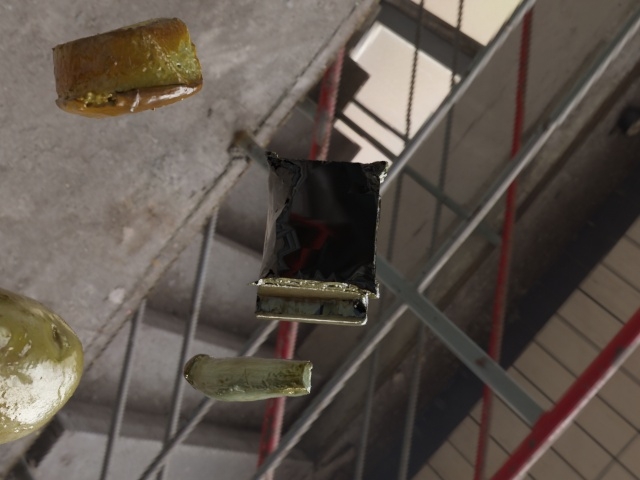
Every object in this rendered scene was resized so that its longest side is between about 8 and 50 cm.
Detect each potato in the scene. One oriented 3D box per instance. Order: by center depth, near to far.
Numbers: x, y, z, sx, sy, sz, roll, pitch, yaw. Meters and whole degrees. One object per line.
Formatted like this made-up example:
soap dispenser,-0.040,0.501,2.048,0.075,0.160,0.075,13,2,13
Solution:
potato,-0.431,0.165,1.081,0.285,0.242,0.242,-42,149,26

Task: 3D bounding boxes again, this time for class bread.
bread,-0.320,-0.280,1.391,0.268,0.268,0.146,-21,107,-31

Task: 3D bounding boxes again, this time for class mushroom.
mushroom,-0.126,0.258,1.579,0.107,0.333,0.087,21,69,-45

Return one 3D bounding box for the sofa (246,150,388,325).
sofa,0.000,0.000,1.326,0.200,0.258,0.182,3,159,4
